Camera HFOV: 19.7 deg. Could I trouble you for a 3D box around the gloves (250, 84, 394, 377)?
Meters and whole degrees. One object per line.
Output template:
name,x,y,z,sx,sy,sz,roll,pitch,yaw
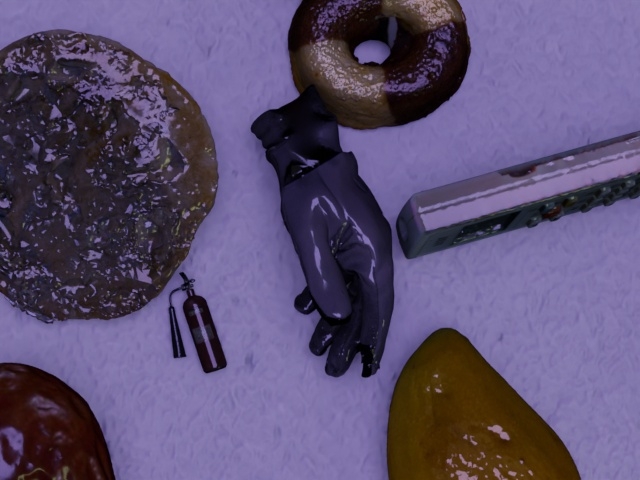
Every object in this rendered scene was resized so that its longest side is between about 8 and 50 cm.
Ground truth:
gloves,0.007,-0.008,1.754,0.119,0.142,0.285,-12,89,20

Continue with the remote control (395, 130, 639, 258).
remote control,0.243,-0.055,1.772,0.344,0.145,0.050,-15,81,-6

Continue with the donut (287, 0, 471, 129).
donut,0.061,-0.194,1.808,0.184,0.073,0.166,0,86,-3

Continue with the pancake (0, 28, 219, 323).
pancake,-0.232,-0.060,1.748,0.282,0.049,0.282,0,101,1

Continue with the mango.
mango,0.156,0.237,1.746,0.176,0.119,0.316,-23,81,1

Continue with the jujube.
jujube,-0.268,0.241,1.684,0.190,0.190,0.255,-35,95,-8

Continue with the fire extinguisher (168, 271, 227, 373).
fire extinguisher,-0.127,0.082,1.787,0.046,0.032,0.100,-22,85,27
